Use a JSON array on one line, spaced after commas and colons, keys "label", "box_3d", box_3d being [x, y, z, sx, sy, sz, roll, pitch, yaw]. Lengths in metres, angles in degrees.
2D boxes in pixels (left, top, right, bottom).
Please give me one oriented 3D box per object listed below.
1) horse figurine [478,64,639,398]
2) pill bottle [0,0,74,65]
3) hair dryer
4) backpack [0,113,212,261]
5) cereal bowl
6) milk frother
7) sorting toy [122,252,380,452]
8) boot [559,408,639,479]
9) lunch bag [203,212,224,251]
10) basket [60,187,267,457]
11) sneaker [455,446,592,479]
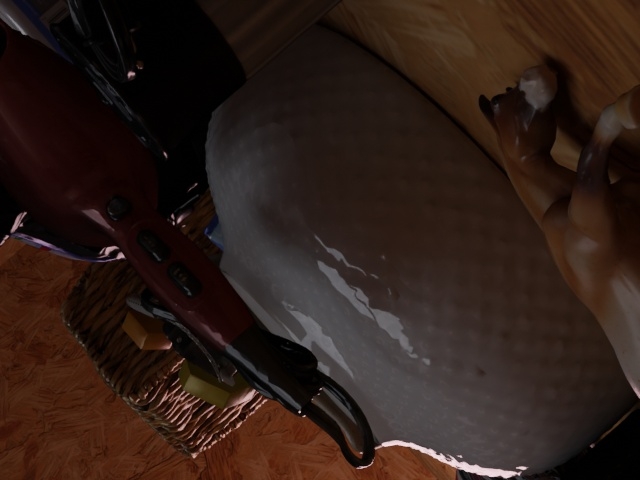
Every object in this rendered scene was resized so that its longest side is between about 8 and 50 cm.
[{"label": "horse figurine", "box_3d": [0.152, 0.036, 0.443, 0.263, 0.066, 0.174, 50, 167, 2]}, {"label": "pill bottle", "box_3d": [-0.140, -0.174, 0.768, 0.078, 0.137, 0.078, 46, 172, 8]}, {"label": "hair dryer", "box_3d": [-0.086, -0.010, 0.655, 0.293, 0.080, 0.223, 46, 166, -25]}, {"label": "backpack", "box_3d": [-0.180, -0.107, 0.958, 0.213, 0.276, 0.263, 50, -179, 30]}, {"label": "cereal bowl", "box_3d": [0.039, 0.031, 0.798, 0.339, 0.141, 0.339, 46, 173, 8]}, {"label": "milk frother", "box_3d": [-0.053, -0.119, 0.553, 0.129, 0.135, 0.143, 52, 172, -29]}, {"label": "sorting toy", "box_3d": [-0.004, 0.081, 1.048, 0.307, 0.041, 0.229, -11, -133, -49]}, {"label": "boot", "box_3d": [0.248, 0.212, 0.706, 0.229, 0.091, 0.263, 49, 171, 2]}, {"label": "lunch bag", "box_3d": [0.000, 0.000, 1.066, 0.129, 0.096, 0.151, 45, -159, 28]}, {"label": "basket", "box_3d": [-0.141, 0.080, 1.502, 0.213, 0.299, 0.223, 44, 172, 31]}, {"label": "sneaker", "box_3d": [0.204, 0.224, 0.959, 0.299, 0.121, 0.112, 34, 145, 45]}]
